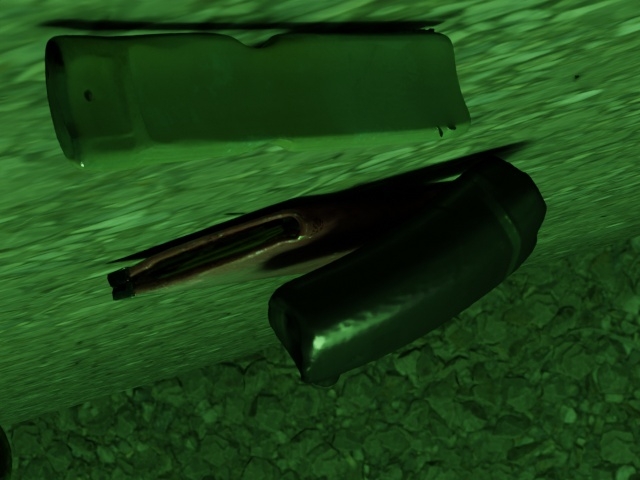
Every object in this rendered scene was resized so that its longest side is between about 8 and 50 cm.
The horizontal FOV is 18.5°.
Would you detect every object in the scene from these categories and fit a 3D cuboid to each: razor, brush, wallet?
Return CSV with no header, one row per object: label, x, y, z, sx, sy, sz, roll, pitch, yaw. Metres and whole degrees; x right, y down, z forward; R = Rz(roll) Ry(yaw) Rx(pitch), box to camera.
razor,0.044,0.018,0.998,0.148,0.054,0.090,-32,161,-13
brush,-0.016,-0.038,0.515,0.030,0.033,0.178,-2,-176,34
wallet,0.000,0.000,1.060,0.119,0.025,0.232,-18,175,30

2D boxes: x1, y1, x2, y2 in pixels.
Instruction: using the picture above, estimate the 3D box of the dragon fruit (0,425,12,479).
dragon fruit,-0.282,0.182,1.173,0.218,0.198,0.273,10,-174,25
